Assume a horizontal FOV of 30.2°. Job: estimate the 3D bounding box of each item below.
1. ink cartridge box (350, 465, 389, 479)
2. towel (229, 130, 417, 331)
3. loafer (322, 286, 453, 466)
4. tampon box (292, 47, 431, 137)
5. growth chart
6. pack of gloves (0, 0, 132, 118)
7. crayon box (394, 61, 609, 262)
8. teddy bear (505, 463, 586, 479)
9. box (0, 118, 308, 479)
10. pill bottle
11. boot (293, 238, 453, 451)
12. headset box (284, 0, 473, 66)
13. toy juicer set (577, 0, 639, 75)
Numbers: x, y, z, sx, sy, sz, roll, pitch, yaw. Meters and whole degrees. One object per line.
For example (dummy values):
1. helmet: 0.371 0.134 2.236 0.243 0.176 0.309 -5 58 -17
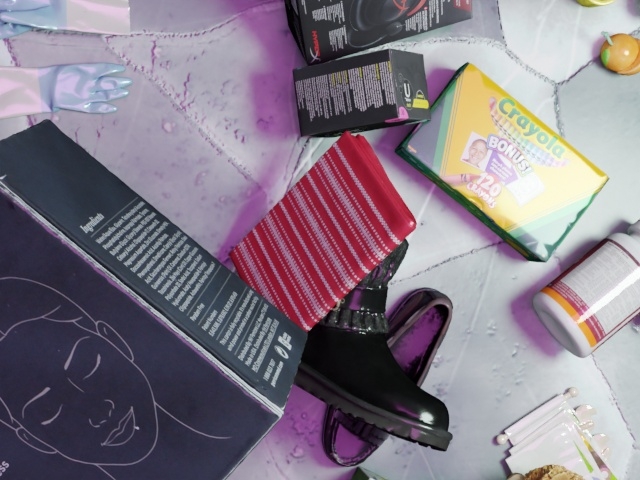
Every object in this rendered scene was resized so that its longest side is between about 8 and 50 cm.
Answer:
1. ink cartridge box: 0.093 0.387 1.745 0.209 0.109 0.062 28 86 -5
2. towel: 0.000 0.000 1.666 0.275 0.031 0.199 -45 53 20
3. loafer: 0.099 0.202 1.754 0.109 0.095 0.303 33 86 -5
4. tampon box: 0.061 -0.210 1.711 0.161 0.120 0.102 -7 91 29
5. growth chart: 0.376 0.360 1.822 0.172 0.021 0.237 -24 92 -7
6. pack of gloves: -0.392 -0.280 1.731 0.232 0.046 0.195 -4 89 -6
7. crayon box: 0.272 -0.115 1.786 0.278 0.081 0.165 38 86 -5
8. teddy bear: 0.261 0.469 1.728 0.245 0.113 0.338 14 97 -35
9. box: -0.352 0.186 1.540 0.471 0.297 0.480 40 105 -6
10. pill bottle: 0.438 0.066 1.783 0.221 0.121 0.121 -38 93 -6
11. boot: 0.078 0.118 1.676 0.348 0.131 0.260 27 87 27
12. headset box: 0.091 -0.398 1.697 0.293 0.218 0.110 -18 49 -6
13. toy juicer set: 0.566 -0.359 1.819 0.329 0.089 0.209 -17 91 -7
